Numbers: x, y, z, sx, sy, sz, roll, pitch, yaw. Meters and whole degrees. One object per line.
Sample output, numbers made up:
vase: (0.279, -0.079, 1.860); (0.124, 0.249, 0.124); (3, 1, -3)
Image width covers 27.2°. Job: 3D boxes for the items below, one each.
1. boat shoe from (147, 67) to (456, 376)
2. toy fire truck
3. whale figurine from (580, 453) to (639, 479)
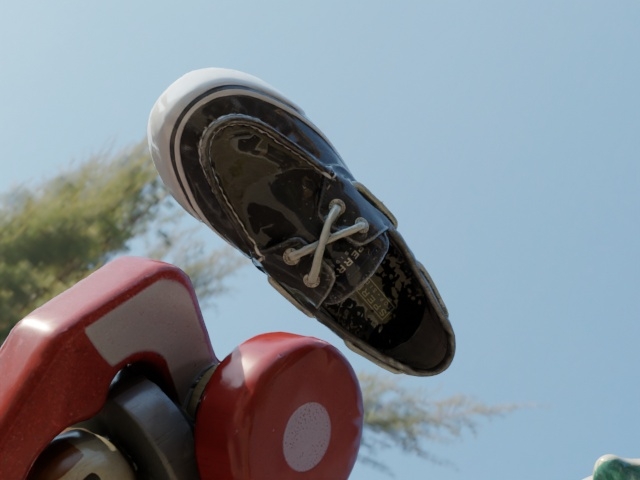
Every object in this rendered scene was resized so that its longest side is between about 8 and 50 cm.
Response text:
boat shoe: (0.000, 0.000, 0.919); (0.301, 0.108, 0.102); (50, -7, -38)
toy fire truck: (-0.103, 0.178, 0.697); (0.169, 0.254, 0.302); (7, -57, 40)
whale figurine: (0.325, 0.368, 1.573); (0.216, 0.141, 0.272); (10, -50, -23)
